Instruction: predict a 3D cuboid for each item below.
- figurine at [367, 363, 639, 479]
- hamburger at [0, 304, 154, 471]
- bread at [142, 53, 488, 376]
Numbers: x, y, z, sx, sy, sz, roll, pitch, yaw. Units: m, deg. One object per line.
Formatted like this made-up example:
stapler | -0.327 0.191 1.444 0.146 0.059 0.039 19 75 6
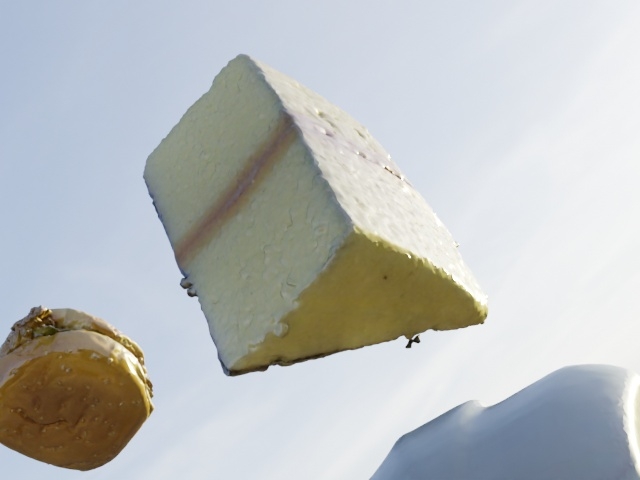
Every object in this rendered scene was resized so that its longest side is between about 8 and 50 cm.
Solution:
figurine | 0.083 0.135 0.396 0.133 0.176 0.236 -39 -24 2
hamburger | -0.221 0.130 1.220 0.147 0.083 0.138 28 -70 -26
bread | 0.000 0.000 0.988 0.178 0.240 0.135 27 -67 -40
